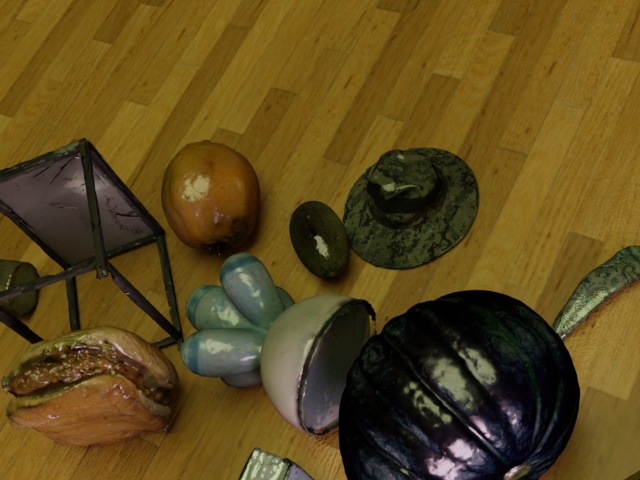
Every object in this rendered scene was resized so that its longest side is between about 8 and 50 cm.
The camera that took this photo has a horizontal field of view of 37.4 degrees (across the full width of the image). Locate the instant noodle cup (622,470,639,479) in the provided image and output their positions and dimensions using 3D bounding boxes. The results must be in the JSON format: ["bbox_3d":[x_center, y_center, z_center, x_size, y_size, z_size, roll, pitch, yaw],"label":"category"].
[{"bbox_3d":[0.446,0.402,1.286,0.144,0.182,0.182,-32,57,-13],"label":"instant noodle cup"}]

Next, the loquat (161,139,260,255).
[{"bbox_3d":[-0.199,-0.078,1.751,0.187,0.176,0.234,3,65,-29],"label":"loquat"}]

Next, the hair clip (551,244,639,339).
[{"bbox_3d":[0.455,0.082,1.538,0.229,0.036,0.066,-41,51,-7],"label":"hair clip"}]

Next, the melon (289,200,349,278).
[{"bbox_3d":[0.000,0.000,1.693,0.099,0.099,0.162,-26,56,2],"label":"melon"}]

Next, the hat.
[{"bbox_3d":[0.152,-0.090,1.680,0.265,0.128,0.265,-6,60,10],"label":"hat"}]

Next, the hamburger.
[{"bbox_3d":[-0.376,0.243,1.564,0.259,0.283,0.144,-11,67,7],"label":"hamburger"}]

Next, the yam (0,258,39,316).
[{"bbox_3d":[-0.656,0.087,1.849,0.194,0.107,0.107,4,63,20],"label":"yam"}]

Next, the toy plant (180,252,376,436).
[{"bbox_3d":[-0.095,0.157,1.569,0.332,0.247,0.247,19,69,30],"label":"toy plant"}]

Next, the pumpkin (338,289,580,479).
[{"bbox_3d":[0.191,0.243,1.340,0.363,0.363,0.266,-40,57,-7],"label":"pumpkin"}]

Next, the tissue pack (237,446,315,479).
[{"bbox_3d":[-0.062,0.430,1.374,0.081,0.257,0.185,11,66,25],"label":"tissue pack"}]

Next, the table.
[{"bbox_3d":[-0.415,0.050,1.656,0.222,0.335,0.272,-19,59,7],"label":"table"}]
